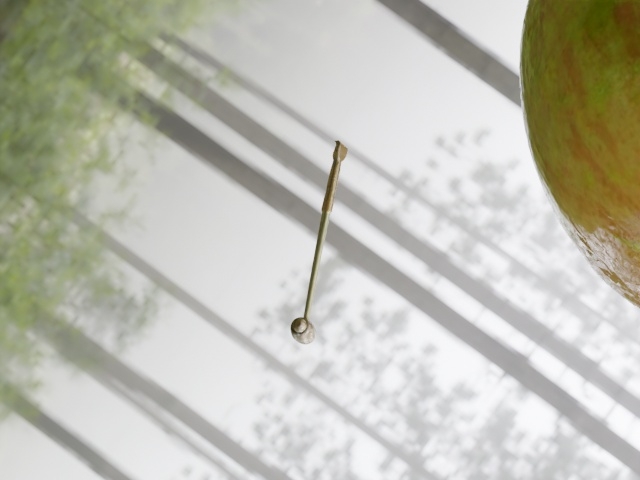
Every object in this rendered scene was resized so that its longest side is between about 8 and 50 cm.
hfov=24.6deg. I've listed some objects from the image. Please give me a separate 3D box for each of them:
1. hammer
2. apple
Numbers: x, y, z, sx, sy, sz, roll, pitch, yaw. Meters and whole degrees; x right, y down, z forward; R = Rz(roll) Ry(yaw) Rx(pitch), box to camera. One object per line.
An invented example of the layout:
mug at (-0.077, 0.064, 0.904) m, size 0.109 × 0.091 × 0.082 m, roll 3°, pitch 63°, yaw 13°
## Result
hammer at (0.000, 0.000, 0.848) m, size 0.029 × 0.014 × 0.123 m, roll 60°, pitch 39°, yaw -70°
apple at (0.300, -0.115, 1.030) m, size 0.339 × 0.339 × 0.339 m, roll -53°, pitch 175°, yaw -7°
